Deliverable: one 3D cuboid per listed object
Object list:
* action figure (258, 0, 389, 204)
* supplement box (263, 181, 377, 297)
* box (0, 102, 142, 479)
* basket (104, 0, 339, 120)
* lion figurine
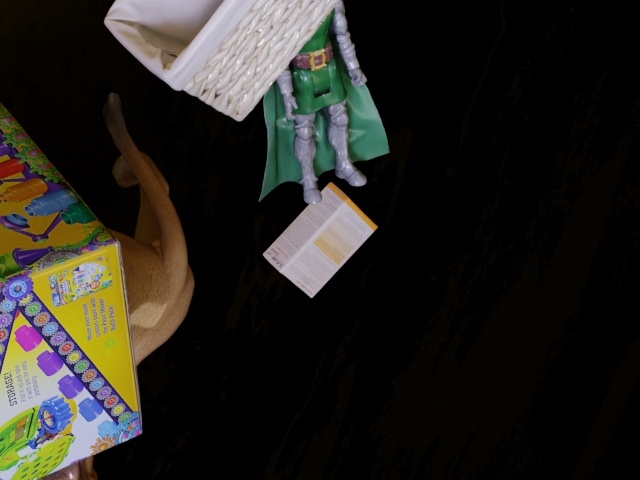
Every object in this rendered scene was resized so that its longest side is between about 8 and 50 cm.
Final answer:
[{"bbox_3d":[-0.006,-0.144,1.231,0.137,0.063,0.232,-25,130,-18],"label":"action figure"},{"bbox_3d":[0.000,0.000,1.357,0.098,0.036,0.062,-47,138,0],"label":"supplement box"},{"bbox_3d":[-0.316,0.039,0.950,0.279,0.290,0.177,-21,133,-24],"label":"box"},{"bbox_3d":[-0.069,-0.193,1.102,0.167,0.113,0.103,-51,139,6],"label":"basket"},{"bbox_3d":[-0.196,0.099,1.127,0.142,0.240,0.392,8,115,-42],"label":"lion figurine"}]
